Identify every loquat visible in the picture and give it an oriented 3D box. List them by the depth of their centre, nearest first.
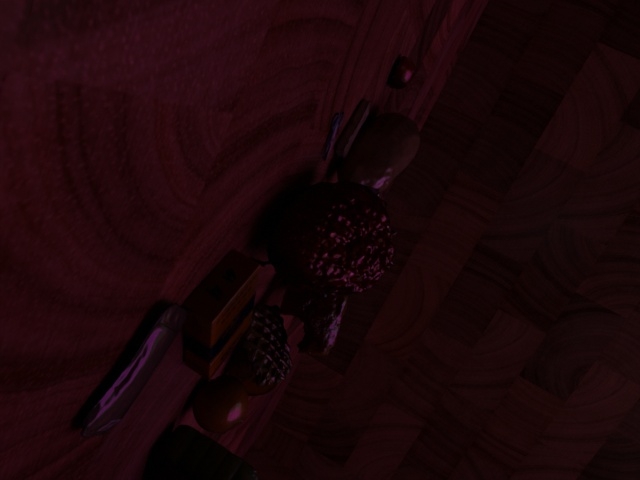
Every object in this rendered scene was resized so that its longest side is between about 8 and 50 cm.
[{"bbox_3d":[-0.245,0.403,1.191,0.141,0.141,0.141,-58,171,-16],"label":"loquat"}]

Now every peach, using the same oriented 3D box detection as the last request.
[{"bbox_3d":[0.241,-0.482,1.404,0.098,0.061,0.098,24,90,-87],"label":"peach"}]

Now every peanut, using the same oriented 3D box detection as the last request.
[{"bbox_3d":[0.164,-0.243,1.394,0.387,0.169,0.192,-47,168,-45],"label":"peanut"}]

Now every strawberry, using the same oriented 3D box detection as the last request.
[{"bbox_3d":[-0.001,0.001,1.077,0.343,0.292,0.292,-12,135,-46],"label":"strawberry"}]

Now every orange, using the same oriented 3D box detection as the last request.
[{"bbox_3d":[-0.187,0.368,1.387,0.156,0.156,0.134,-62,-168,5],"label":"orange"}]

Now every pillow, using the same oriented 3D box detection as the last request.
[{"bbox_3d":[-0.272,0.194,0.731,0.217,0.033,0.130,-59,174,-15],"label":"pillow"}]

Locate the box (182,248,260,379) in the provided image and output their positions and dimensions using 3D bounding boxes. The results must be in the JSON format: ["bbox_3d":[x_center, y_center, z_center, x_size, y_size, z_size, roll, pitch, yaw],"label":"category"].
[{"bbox_3d":[-0.192,0.147,0.930,0.152,0.070,0.237,-54,166,-40],"label":"box"}]

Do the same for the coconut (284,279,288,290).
[{"bbox_3d":[-0.006,0.132,1.498,0.194,0.194,0.194,-58,171,-16],"label":"coconut"}]

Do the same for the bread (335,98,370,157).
[{"bbox_3d":[0.084,-0.287,1.243,0.153,0.028,0.068,-61,171,-5],"label":"bread"}]

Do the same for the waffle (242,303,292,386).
[{"bbox_3d":[-0.139,0.275,1.293,0.054,0.214,0.208,-18,173,18],"label":"waffle"}]

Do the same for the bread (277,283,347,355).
[{"bbox_3d":[-0.007,0.127,1.352,0.109,0.185,0.380,176,-69,-76],"label":"bread"}]

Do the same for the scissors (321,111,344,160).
[{"bbox_3d":[0.025,-0.238,1.110,0.058,0.014,0.119,-36,151,-60],"label":"scissors"}]

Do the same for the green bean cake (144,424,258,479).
[{"bbox_3d":[-0.282,0.575,1.143,0.222,0.248,0.125,-63,172,31],"label":"green bean cake"}]
